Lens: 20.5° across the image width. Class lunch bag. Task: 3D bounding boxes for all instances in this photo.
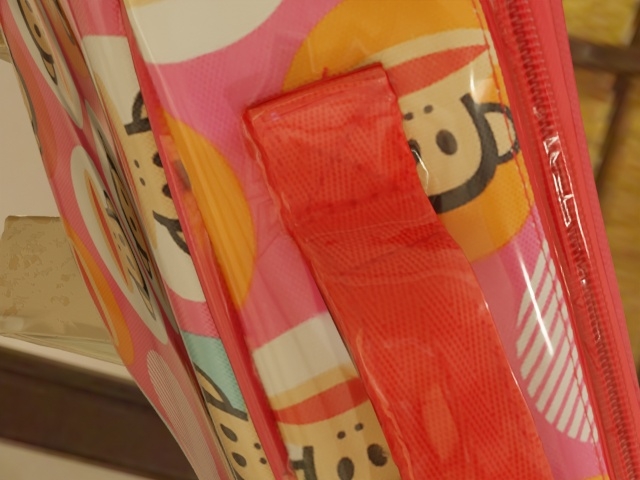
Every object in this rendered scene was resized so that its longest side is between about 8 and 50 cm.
[{"bbox_3d":[0.000,0.000,0.466,0.258,0.120,0.293,-127,-163,-60],"label":"lunch bag"}]

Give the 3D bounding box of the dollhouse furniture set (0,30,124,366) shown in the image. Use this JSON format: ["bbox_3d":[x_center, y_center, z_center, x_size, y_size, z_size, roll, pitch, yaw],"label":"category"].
[{"bbox_3d":[-0.028,-0.108,1.097,0.362,0.256,0.394,3,-102,33],"label":"dollhouse furniture set"}]
